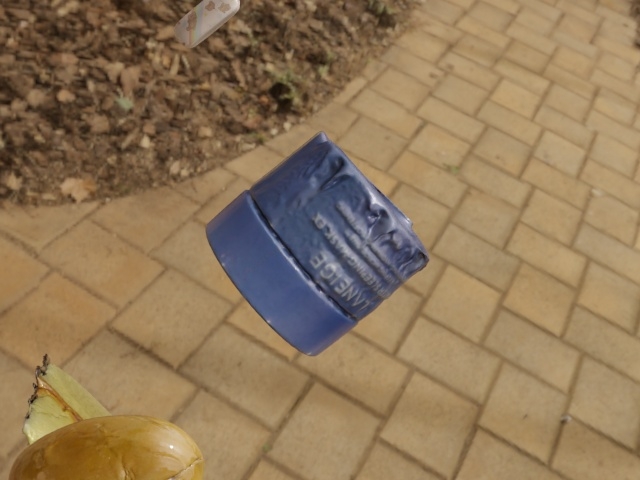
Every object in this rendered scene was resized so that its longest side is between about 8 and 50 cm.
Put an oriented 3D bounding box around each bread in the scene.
[{"bbox_3d":[-0.187,0.208,0.658,0.189,0.114,0.077,-17,23,15],"label":"bread"},{"bbox_3d":[-0.344,0.386,1.083,0.405,0.346,0.242,39,83,0],"label":"bread"}]

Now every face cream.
[{"bbox_3d":[0.000,0.000,1.091,0.249,0.225,0.249,48,7,-7],"label":"face cream"}]

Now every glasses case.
[{"bbox_3d":[-0.127,-0.249,0.869,0.032,0.083,0.021,57,12,8],"label":"glasses case"}]
